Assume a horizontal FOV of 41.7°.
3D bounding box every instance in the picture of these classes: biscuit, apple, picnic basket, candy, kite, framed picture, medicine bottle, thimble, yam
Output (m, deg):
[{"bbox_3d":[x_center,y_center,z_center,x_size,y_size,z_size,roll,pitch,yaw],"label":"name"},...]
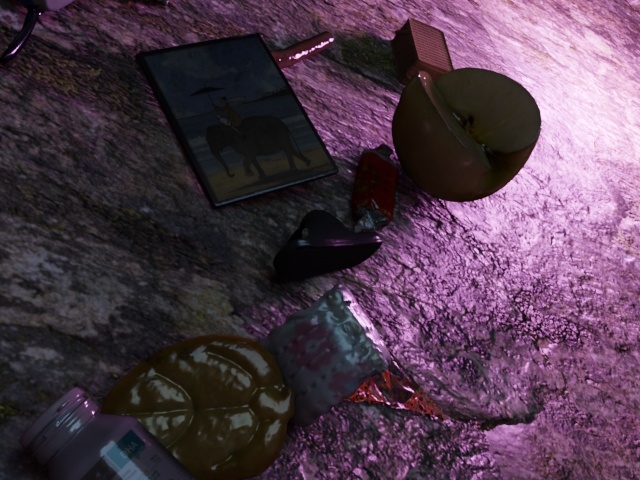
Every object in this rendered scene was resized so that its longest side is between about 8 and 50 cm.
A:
[{"bbox_3d":[-0.162,0.228,1.127,0.260,0.041,0.203,-1,78,-13],"label":"biscuit"},{"bbox_3d":[0.282,-0.212,1.730,0.295,0.233,0.258,-22,58,-35],"label":"apple"},{"bbox_3d":[0.240,-0.436,1.986,0.115,0.079,0.164,14,50,-29],"label":"picnic basket"},{"bbox_3d":[0.106,-0.100,1.633,0.086,0.059,0.292,27,46,-19],"label":"candy"},{"bbox_3d":[0.118,0.231,1.417,0.222,0.008,0.125,17,49,-26],"label":"kite"},{"bbox_3d":[-0.152,-0.230,1.528,0.265,0.016,0.347,-17,68,-28],"label":"framed picture"},{"bbox_3d":[-0.250,0.282,1.004,0.215,0.135,0.135,45,42,1],"label":"medicine bottle"},{"bbox_3d":[0.007,0.166,1.236,0.185,0.211,0.149,-29,79,-37],"label":"thimble"},{"bbox_3d":[-0.079,-0.379,1.726,0.045,0.045,0.327,33,39,20],"label":"yam"}]

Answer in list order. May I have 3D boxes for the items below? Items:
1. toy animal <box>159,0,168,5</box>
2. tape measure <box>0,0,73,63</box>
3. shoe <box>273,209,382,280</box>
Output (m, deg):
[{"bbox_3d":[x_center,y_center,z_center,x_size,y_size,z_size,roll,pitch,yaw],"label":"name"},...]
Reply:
[{"bbox_3d":[-0.335,-0.523,1.550,0.138,0.108,0.236,53,15,20],"label":"toy animal"},{"bbox_3d":[-0.483,-0.462,1.395,0.097,0.215,0.351,5,42,20],"label":"tape measure"},{"bbox_3d":[0.000,0.000,1.444,0.241,0.108,0.093,-5,59,-47],"label":"shoe"}]
